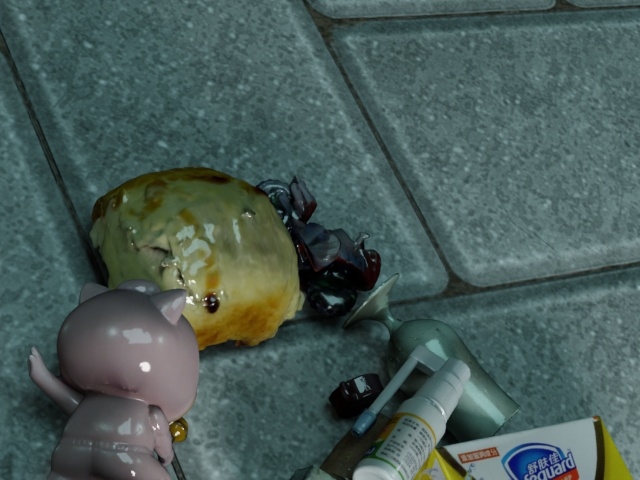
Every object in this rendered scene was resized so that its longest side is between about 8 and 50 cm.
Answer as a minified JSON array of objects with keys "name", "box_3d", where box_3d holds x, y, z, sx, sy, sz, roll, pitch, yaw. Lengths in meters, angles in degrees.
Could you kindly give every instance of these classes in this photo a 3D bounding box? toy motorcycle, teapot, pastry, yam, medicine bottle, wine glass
[{"name":"toy motorcycle","box_3d":[0.000,-0.001,2.008,0.122,0.082,0.213,-17,64,-35]},{"name":"teapot","box_3d":[0.047,0.192,1.882,0.045,0.068,0.100,61,12,21]},{"name":"pastry","box_3d":[-0.138,-0.001,1.878,0.256,0.170,0.237,-3,58,-36]},{"name":"yam","box_3d":[0.048,0.266,1.818,0.084,0.084,0.127,39,43,7]},{"name":"medicine bottle","box_3d":[0.099,0.208,1.803,0.092,0.061,0.221,31,45,12]},{"name":"wine glass","box_3d":[0.140,0.156,1.940,0.231,0.103,0.103,46,47,10]}]

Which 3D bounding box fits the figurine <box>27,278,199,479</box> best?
[{"name":"figurine","box_3d":[-0.223,0.188,1.715,0.176,0.186,0.287,-3,69,18]}]

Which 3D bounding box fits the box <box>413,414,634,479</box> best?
[{"name":"box","box_3d":[0.250,0.320,1.865,0.265,0.097,0.168,-4,56,-31]}]

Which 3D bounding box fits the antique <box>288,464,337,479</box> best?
[{"name":"antique","box_3d":[0.021,0.339,1.733,0.183,0.088,0.086,35,48,2]}]
